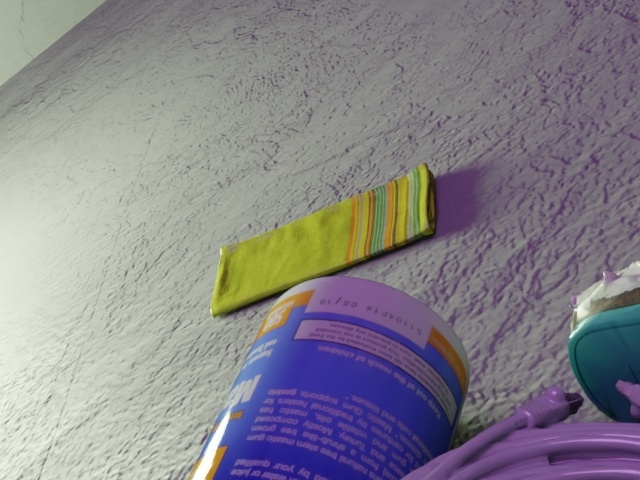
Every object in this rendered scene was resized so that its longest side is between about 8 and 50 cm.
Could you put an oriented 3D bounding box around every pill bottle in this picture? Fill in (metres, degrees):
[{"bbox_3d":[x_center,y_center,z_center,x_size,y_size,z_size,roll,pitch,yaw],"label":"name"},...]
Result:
[{"bbox_3d":[-0.008,0.165,0.667,0.152,0.152,0.272,-11,36,33],"label":"pill bottle"}]

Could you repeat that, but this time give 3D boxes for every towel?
[{"bbox_3d":[0.000,0.000,1.035,0.237,0.021,0.102,-22,31,19],"label":"towel"}]

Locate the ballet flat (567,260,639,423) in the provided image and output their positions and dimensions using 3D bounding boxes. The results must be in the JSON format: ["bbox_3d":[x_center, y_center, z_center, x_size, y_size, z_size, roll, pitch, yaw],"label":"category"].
[{"bbox_3d":[0.302,0.034,0.549,0.147,0.147,0.409,-48,22,-25],"label":"ballet flat"}]

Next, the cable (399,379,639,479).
[{"bbox_3d":[0.128,0.177,0.505,0.257,0.089,0.257,-19,22,-22],"label":"cable"}]
